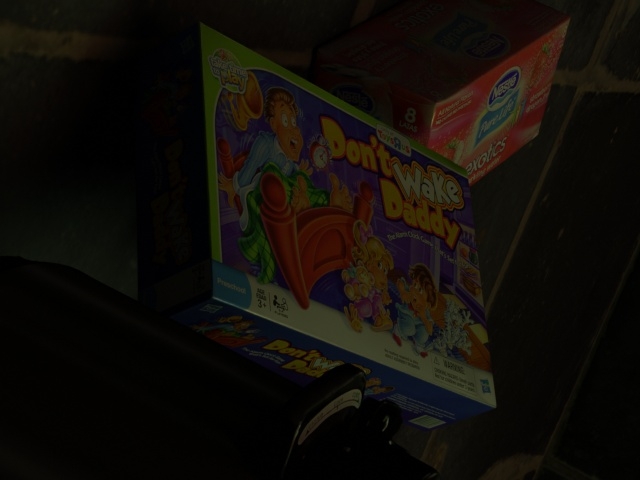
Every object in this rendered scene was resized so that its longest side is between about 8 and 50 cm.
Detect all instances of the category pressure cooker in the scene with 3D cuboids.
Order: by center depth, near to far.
[{"bbox_3d":[-0.107,0.238,1.010,0.375,0.420,0.370,-56,159,-20],"label":"pressure cooker"}]

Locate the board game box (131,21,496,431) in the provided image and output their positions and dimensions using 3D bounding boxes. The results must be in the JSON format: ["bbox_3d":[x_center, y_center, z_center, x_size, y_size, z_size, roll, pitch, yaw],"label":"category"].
[{"bbox_3d":[0.000,0.000,1.303,0.347,0.078,0.233,24,52,-45],"label":"board game box"}]

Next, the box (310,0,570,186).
[{"bbox_3d":[0.118,-0.150,1.643,0.300,0.142,0.154,-35,144,-50],"label":"box"}]
